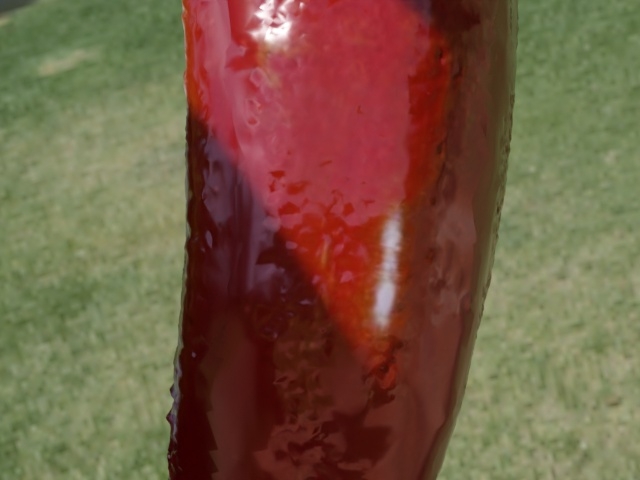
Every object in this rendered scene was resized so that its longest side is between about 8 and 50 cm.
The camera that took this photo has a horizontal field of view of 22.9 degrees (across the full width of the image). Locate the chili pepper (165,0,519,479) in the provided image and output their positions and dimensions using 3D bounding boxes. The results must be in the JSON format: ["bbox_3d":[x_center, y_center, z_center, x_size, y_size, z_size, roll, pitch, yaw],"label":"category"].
[{"bbox_3d":[-0.008,-0.027,0.417,0.092,0.368,0.137,9,-3,-24],"label":"chili pepper"}]
